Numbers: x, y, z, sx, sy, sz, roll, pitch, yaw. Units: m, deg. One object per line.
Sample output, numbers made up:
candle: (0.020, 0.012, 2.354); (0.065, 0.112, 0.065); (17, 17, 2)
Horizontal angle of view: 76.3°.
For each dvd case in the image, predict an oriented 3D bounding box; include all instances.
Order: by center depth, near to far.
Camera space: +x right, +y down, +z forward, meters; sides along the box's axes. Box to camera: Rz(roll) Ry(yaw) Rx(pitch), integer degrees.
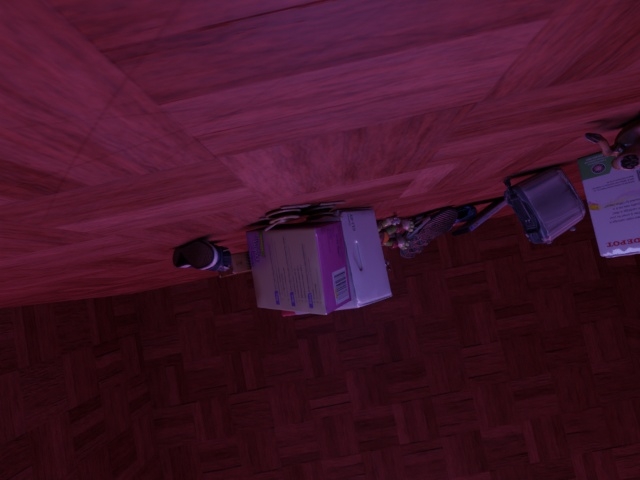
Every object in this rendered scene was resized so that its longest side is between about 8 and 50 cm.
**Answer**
dvd case: (0.713, -0.107, 1.802); (0.252, 0.022, 0.180); (-36, 178, -6)

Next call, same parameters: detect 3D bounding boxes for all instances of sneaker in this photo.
sneaker: (-0.318, 0.049, 1.219); (0.163, 0.086, 0.226); (8, 173, -43)
sneaker: (0.454, -0.069, 1.793); (0.122, 0.147, 0.330); (19, 137, -27)
sneaker: (0.583, -0.102, 1.815); (0.221, 0.083, 0.087); (-30, 158, 20)

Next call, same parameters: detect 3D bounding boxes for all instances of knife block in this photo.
knife block: (-0.327, 0.101, 1.906); (0.241, 0.088, 0.275); (-8, 173, -36)

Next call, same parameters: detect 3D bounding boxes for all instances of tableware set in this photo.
tableware set: (-0.044, -0.057, 1.008); (0.194, 0.039, 0.128); (-9, 174, -35)

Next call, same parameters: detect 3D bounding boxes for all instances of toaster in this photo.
toaster: (0.646, -0.112, 1.184); (0.146, 0.227, 0.129); (-29, 175, 3)

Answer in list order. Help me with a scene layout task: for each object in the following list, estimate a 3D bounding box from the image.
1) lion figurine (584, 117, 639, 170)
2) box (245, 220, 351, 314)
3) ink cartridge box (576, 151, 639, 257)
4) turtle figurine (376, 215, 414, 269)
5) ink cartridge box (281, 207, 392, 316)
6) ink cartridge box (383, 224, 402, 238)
lion figurine: (0.689, -0.199, 0.748); (0.391, 0.143, 0.240); (2, -172, 21)
box: (-0.059, 0.066, 1.071); (0.242, 0.214, 0.117); (-2, -170, 37)
ink cartridge box: (0.829, -0.111, 1.064); (0.117, 0.279, 0.201); (-7, 174, -40)
turtle figurine: (0.294, 0.005, 1.656); (0.266, 0.198, 0.274); (-13, -179, -40)
ink cartridge box: (0.014, 0.078, 1.298); (0.160, 0.280, 0.384); (-8, 175, -41)
ink cartridge box: (0.267, -0.019, 1.915); (0.160, 0.093, 0.219); (-15, 175, 37)
